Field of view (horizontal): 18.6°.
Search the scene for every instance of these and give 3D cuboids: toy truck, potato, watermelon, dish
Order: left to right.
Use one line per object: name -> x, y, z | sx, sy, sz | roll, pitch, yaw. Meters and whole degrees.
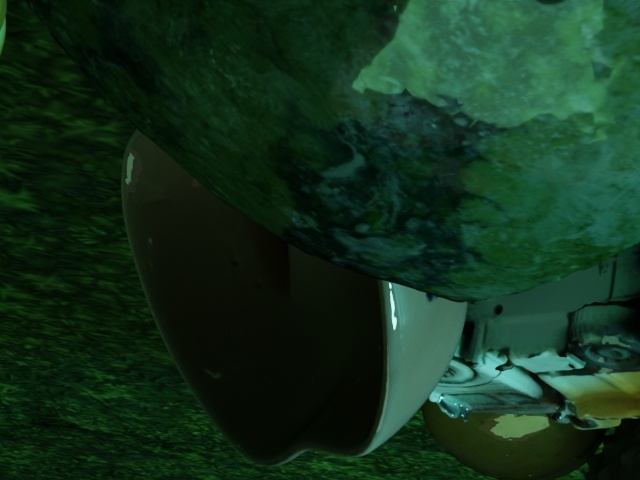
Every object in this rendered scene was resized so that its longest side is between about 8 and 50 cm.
dish -> 0.000, 0.000, 0.935 | 0.090, 0.213, 0.213 | -19, -178, -34
watermelon -> 0.037, -0.116, 0.517 | 0.260, 0.176, 0.256 | -11, 115, 54
potato -> 0.121, 0.096, 1.216 | 0.118, 0.109, 0.178 | -15, 161, 2
toy truck -> 0.157, 0.028, 0.973 | 0.270, 0.114, 0.135 | -8, 152, 40

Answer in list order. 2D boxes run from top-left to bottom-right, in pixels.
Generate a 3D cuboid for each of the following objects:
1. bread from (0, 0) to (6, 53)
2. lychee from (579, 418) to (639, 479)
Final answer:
bread -> -0.227, -0.096, 0.795 | 0.213, 0.104, 0.213 | 6, 162, 2
lychee -> 0.285, 0.182, 1.146 | 0.300, 0.300, 0.300 | 9, 164, 3
